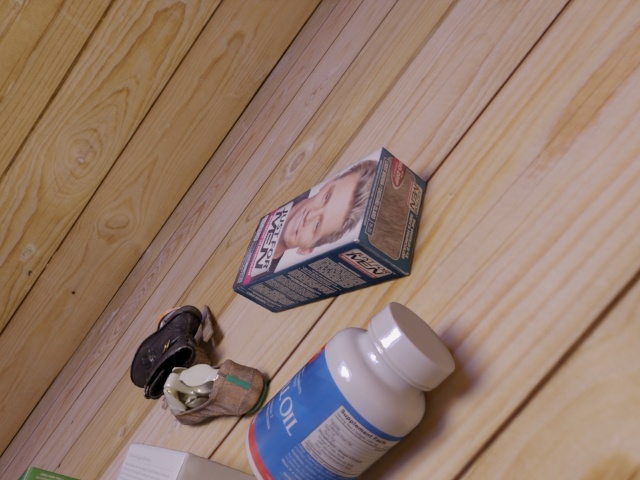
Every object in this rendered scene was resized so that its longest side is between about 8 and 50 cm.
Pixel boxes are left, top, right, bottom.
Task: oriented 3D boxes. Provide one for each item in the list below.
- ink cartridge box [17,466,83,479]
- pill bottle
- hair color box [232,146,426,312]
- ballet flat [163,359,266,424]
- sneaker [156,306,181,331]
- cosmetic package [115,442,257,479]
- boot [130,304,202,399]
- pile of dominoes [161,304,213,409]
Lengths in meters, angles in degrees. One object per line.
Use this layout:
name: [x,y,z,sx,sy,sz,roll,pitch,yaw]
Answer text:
ink cartridge box: [-0.520,0.606,0.861,0.117,0.201,0.278,-43,29,28]
pill bottle: [0.031,0.172,0.493,0.221,0.124,0.124,-48,26,16]
hair color box: [0.000,0.000,0.773,0.347,0.105,0.173,-24,41,48]
ballet flat: [-0.219,0.267,0.841,0.316,0.106,0.107,-31,35,43]
sneaker: [-0.401,0.267,1.208,0.214,0.084,0.083,-55,37,13]
cosmetic package: [-0.210,0.410,0.619,0.224,0.138,0.224,-23,42,49]
boot: [-0.352,0.271,1.011,0.262,0.091,0.229,-52,17,9]
pile of dominoes: [-0.301,0.272,1.091,0.195,0.040,0.251,-58,17,-3]
